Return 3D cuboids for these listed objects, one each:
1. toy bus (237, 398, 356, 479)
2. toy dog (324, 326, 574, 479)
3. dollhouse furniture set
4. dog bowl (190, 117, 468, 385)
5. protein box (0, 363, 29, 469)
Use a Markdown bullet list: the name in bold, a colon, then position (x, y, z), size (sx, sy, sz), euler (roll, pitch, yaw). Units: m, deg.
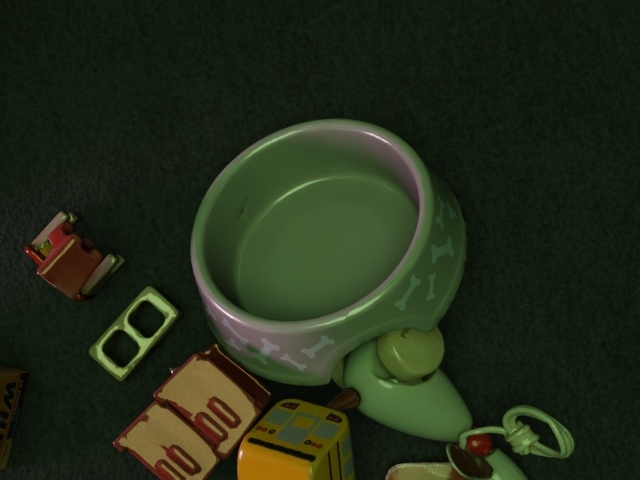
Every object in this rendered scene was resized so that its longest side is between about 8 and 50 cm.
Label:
- **toy bus**: position (-0.020, 0.367, 1.733), size (0.108, 0.130, 0.333), euler (12, 125, 28)
- **toy dog**: position (0.125, 0.240, 1.750), size (0.333, 0.220, 0.161), euler (39, 56, 12)
- **dollhouse furniture set**: position (-0.244, 0.137, 1.768), size (0.374, 0.201, 0.152), euler (42, 90, 3)
- **dog bowl**: position (0.000, 0.000, 1.732), size (0.348, 0.102, 0.349), euler (-9, 56, 14)
- **protein box**: position (-0.499, 0.210, 1.779), size (0.199, 0.201, 0.136), euler (13, 88, 4)
